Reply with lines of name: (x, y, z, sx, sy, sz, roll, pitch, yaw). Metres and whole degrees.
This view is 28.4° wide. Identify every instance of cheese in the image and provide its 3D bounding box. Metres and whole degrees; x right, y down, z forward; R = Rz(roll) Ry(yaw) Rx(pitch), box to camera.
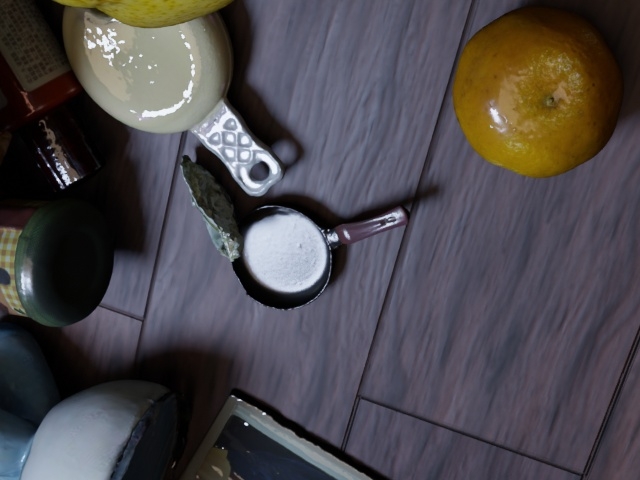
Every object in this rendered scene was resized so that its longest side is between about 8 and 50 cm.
cheese: (-0.149, -0.143, 1.261, 0.163, 0.071, 0.248, -18, 105, 21)

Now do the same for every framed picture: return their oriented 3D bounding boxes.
framed picture: (-0.029, 0.304, 1.420, 0.265, 0.018, 0.192, 31, 113, 3)

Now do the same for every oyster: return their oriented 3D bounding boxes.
oyster: (-0.111, -0.039, 1.282, 0.037, 0.098, 0.100, -25, 117, -1)

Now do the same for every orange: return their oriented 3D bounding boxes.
orange: (0.194, -0.134, 1.142, 0.155, 0.134, 0.154, -1, 100, -7)

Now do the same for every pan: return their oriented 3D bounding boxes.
pan: (0.002, -0.001, 1.285, 0.212, 0.040, 0.115, -21, 102, 29)

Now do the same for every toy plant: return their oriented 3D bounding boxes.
toy plant: (-0.331, 0.218, 1.365, 0.332, 0.247, 0.247, 17, 113, 12)

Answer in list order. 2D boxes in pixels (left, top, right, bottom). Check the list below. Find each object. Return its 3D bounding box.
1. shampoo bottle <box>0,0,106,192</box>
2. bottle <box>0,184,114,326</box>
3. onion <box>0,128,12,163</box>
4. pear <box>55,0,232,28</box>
shampoo bottle: (-0.311, -0.177, 1.274, 0.104, 0.104, 0.278, -26, 100, 22)
bottle: (-0.355, 0.013, 1.334, 0.271, 0.143, 0.156, 6, 104, 29)
onion: (-0.460, -0.089, 1.142, 0.354, 0.353, 0.353, 5, 111, 14)
pear: (-0.143, -0.334, 1.067, 0.314, 0.314, 0.314, 5, 111, 14)
